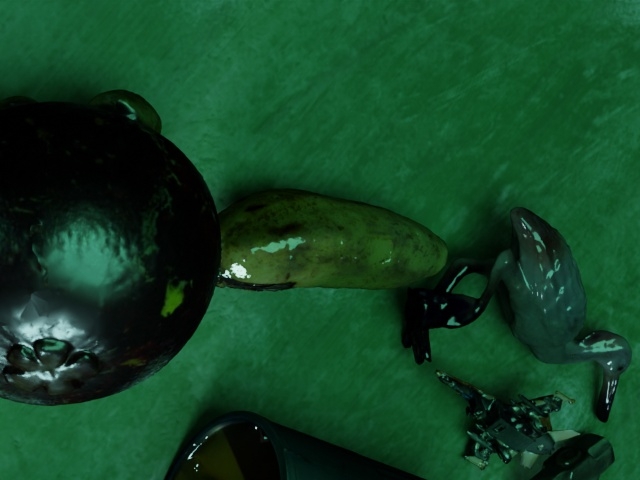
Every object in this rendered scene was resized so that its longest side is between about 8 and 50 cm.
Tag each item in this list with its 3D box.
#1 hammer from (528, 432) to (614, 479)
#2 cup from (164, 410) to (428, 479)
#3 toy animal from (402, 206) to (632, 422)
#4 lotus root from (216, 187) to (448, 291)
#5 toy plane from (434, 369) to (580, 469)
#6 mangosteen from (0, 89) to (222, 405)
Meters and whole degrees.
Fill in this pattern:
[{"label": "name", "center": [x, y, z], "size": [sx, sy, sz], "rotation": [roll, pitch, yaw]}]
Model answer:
[{"label": "hammer", "center": [0.300, 0.393, 2.019], "size": [0.111, 0.043, 0.365], "rotation": [-32, 119, -36]}, {"label": "cup", "center": [0.000, 0.347, 1.756], "size": [0.292, 0.242, 0.308], "rotation": [21, 90, -31]}, {"label": "toy animal", "center": [0.226, 0.070, 1.887], "size": [0.324, 0.090, 0.195], "rotation": [19, 117, -33]}, {"label": "lotus root", "center": [0.000, 0.000, 1.746], "size": [0.258, 0.110, 0.097], "rotation": [2, 103, -30]}, {"label": "toy plane", "center": [0.184, 0.184, 1.889], "size": [0.135, 0.062, 0.188], "rotation": [-39, 136, 23]}, {"label": "mangosteen", "center": [-0.221, -0.002, 1.559], "size": [0.288, 0.288, 0.288], "rotation": [-6, 105, -25]}]
